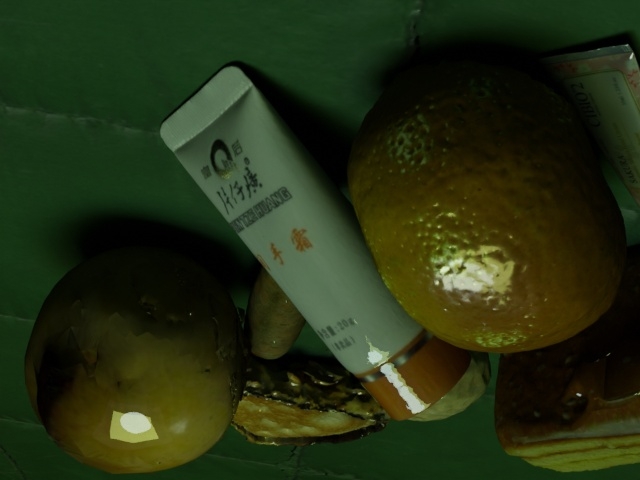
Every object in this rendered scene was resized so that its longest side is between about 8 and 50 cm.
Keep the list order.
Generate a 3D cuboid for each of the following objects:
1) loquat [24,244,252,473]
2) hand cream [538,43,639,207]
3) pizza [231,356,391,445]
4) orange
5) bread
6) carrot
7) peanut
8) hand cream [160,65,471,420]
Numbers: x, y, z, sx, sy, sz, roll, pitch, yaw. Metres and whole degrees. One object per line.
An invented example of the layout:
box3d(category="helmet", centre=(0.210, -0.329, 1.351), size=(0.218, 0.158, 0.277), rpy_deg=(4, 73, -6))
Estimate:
box3d(category="loquat", centre=(-0.183, 0.118, 1.191), size=(0.235, 0.235, 0.235), rpy_deg=(8, 154, 4))
box3d(category="hand cream", centre=(0.233, -0.073, 0.874), size=(0.067, 0.043, 0.210), rpy_deg=(-3, 147, 37))
box3d(category="pizza", centre=(-0.071, 0.202, 1.498), size=(0.288, 0.074, 0.251), rpy_deg=(16, 153, -12))
box3d(category="orange", centre=(0.125, -0.008, 0.864), size=(0.179, 0.158, 0.237), rpy_deg=(-20, 129, 17))
box3d(category="bread", centre=(0.270, 0.104, 1.055), size=(0.110, 0.184, 0.234), rpy_deg=(31, 145, -31))
box3d(category="carrot", centre=(-0.025, 0.021, 1.130), size=(0.070, 0.070, 0.342), rpy_deg=(12, 149, -5))
box3d(category="peanut", centre=(0.104, 0.133, 1.254), size=(0.159, 0.109, 0.140), rpy_deg=(21, 138, -30))
box3d(category="hand cream", centre=(0.000, 0.000, 0.959), size=(0.314, 0.089, 0.140), rpy_deg=(50, 143, -4))
